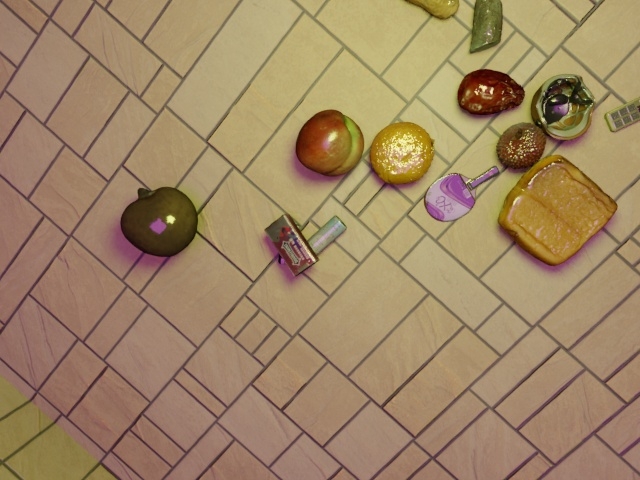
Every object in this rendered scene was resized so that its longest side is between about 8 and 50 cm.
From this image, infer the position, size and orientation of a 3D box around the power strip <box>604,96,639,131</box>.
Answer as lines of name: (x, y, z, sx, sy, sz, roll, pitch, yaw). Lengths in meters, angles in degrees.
power strip: (1.116, -0.460, 1.444, 0.168, 0.028, 0.076, -26, 93, 10)

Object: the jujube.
jujube: (0.609, -0.522, 1.435, 0.236, 0.168, 0.168, 4, 99, -11)

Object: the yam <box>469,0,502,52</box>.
yam: (0.592, -0.769, 1.432, 0.106, 0.107, 0.184, 2, 97, 7)

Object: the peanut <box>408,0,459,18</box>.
peanut: (0.375, -0.886, 1.436, 0.262, 0.117, 0.101, 31, 79, 5)

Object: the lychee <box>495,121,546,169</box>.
lychee: (0.710, -0.339, 1.434, 0.165, 0.197, 0.165, -18, 60, 34)

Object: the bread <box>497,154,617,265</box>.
bread: (0.835, -0.106, 1.470, 0.336, 0.148, 0.328, 35, 104, -4)

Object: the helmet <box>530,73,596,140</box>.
helmet: (0.839, -0.465, 1.426, 0.198, 0.130, 0.225, -23, 101, 7)

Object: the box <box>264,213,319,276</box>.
box: (-0.112, 0.017, 1.573, 0.120, 0.069, 0.224, -37, 84, 15)

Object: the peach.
peach: (0.030, -0.351, 1.482, 0.251, 0.252, 0.253, 1, 98, 7)

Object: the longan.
longan: (-0.635, -0.076, 1.602, 0.299, 0.243, 0.301, 1, 83, -6)

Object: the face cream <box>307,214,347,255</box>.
face cream: (0.000, 0.000, 1.619, 0.229, 0.075, 0.075, -43, 91, 11)

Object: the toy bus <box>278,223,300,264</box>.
toy bus: (-0.127, 0.015, 1.646, 0.072, 0.057, 0.172, 9, 99, -2)

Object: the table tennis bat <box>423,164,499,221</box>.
table tennis bat: (0.546, -0.191, 1.555, 0.301, 0.022, 0.174, -31, 94, 12)

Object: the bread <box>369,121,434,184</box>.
bread: (0.300, -0.323, 1.505, 0.239, 0.139, 0.240, 1, 98, 7)
